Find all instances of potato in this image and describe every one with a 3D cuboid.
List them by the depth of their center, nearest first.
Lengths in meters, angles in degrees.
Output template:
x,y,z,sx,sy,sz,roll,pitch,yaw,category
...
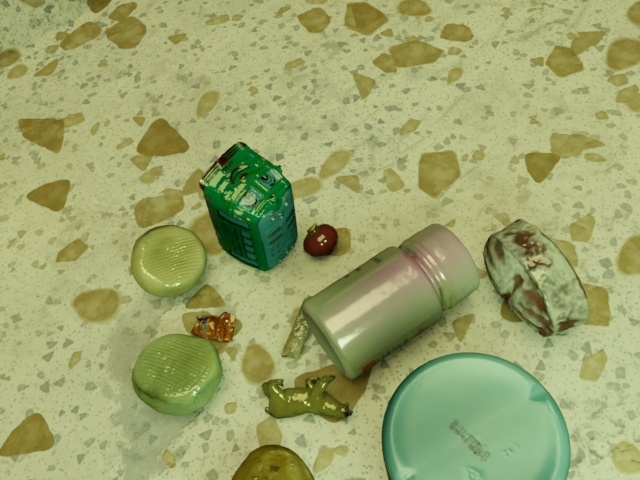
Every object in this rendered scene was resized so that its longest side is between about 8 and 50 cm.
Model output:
x,y,z,sx,sy,sz,roll,pitch,yaw,category
-0.109,0.513,1.401,0.204,0.178,0.158,-30,38,8,potato

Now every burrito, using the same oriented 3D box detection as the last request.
x,y,z,sx,sy,sz,roll,pitch,yaw,category
-0.046,0.220,1.654,0.051,0.042,0.171,20,63,12,burrito

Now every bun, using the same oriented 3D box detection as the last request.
x,y,z,sx,sy,sz,roll,pitch,yaw,category
-0.342,0.332,1.599,0.222,0.108,0.221,-5,47,6,bun
-0.417,0.064,1.793,0.223,0.127,0.222,13,50,-16,bun

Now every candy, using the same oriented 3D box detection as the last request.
x,y,z,sx,sy,sz,roll,pitch,yaw,category
0.493,0.088,1.529,0.157,0.214,0.289,-26,58,-5,candy

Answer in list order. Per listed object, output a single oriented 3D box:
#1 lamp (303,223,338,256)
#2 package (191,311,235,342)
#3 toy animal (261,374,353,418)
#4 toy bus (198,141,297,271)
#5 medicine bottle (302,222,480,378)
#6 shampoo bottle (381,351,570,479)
x,y,z,sx,sy,sz,roll,pitch,yaw,category
0.000,0.000,1.766,0.101,0.090,0.101,-34,17,12,lamp
-0.278,0.221,1.704,0.111,0.033,0.077,5,47,9,package
-0.035,0.370,1.530,0.219,0.103,0.100,-6,74,5,toy animal
-0.170,-0.069,1.701,0.199,0.343,0.183,33,68,19,toy bus
0.167,0.137,1.558,0.388,0.219,0.219,-34,56,-11,medicine bottle
0.289,0.427,1.262,0.332,0.342,0.331,-6,56,8,shampoo bottle
